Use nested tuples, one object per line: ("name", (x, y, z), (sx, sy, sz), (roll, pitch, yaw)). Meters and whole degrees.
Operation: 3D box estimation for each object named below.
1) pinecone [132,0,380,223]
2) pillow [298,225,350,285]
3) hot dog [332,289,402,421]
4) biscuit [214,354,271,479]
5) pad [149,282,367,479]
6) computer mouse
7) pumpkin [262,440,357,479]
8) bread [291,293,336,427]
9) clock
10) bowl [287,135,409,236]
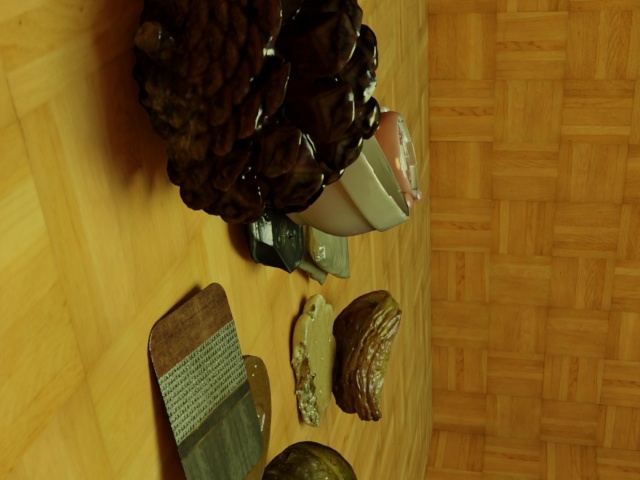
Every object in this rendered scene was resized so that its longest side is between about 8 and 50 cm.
("pinecone", (-0.059, -0.163, 0.818), (0.296, 0.242, 0.298), (15, 72, -73))
("pillow", (0.000, 0.000, 1.425), (0.181, 0.078, 0.134), (38, 53, -69))
("hot dog", (0.079, 0.225, 1.616), (0.175, 0.114, 0.259), (-150, -112, -73))
("biscuit", (-0.115, 0.256, 1.070), (0.181, 0.049, 0.208), (56, 37, -66))
("pad", (-0.074, 0.160, 1.014), (0.323, 0.055, 0.250), (-27, 110, -42))
("computer mouse", (-0.075, -0.016, 1.154), (0.192, 0.062, 0.106), (48, 45, -61))
("pumpkin", (-0.042, 0.400, 1.206), (0.219, 0.162, 0.219), (-43, 149, -34))
("bread", (-0.009, 0.215, 1.502), (0.182, 0.039, 0.251), (-67, 155, -55))
("clock", (0.142, -0.186, 1.859), (0.227, 0.142, 0.241), (-34, 116, -73))
("bowl", (-0.004, -0.121, 1.123), (0.287, 0.144, 0.287), (56, 12, -18))
